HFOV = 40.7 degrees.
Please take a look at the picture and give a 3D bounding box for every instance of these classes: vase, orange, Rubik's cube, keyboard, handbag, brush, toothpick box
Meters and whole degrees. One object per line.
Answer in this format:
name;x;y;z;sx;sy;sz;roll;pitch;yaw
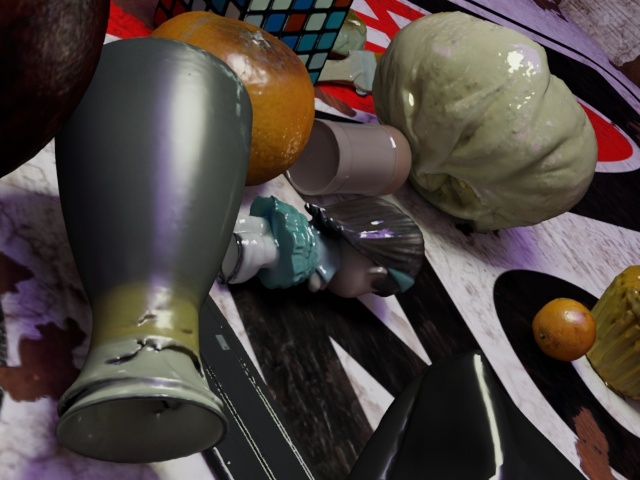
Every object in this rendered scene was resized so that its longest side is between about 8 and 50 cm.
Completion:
vase;-0.138;0.004;0.687;0.173;0.173;0.321;19;48;-29
orange;-0.108;-0.167;0.986;0.224;0.170;0.224;28;32;-19
Rubik's cube;-0.094;-0.323;1.180;0.184;0.182;0.187;-17;57;-40
keyboard;-0.111;0.088;0.766;0.104;0.041;0.381;1;52;-47
handbag;0.127;0.282;0.597;0.288;0.152;0.342;41;49;-7
brush;0.024;-0.277;1.410;0.337;0.020;0.085;-10;88;-50
orange;0.319;0.117;1.127;0.084;0.083;0.083;27;31;-18
toothpick box;0.037;-0.107;1.125;0.149;0.098;0.098;-3;48;-48

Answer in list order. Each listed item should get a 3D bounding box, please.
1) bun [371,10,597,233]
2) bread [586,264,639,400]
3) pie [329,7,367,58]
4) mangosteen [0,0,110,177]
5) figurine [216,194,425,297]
bun;0.218;-0.148;1.243;0.365;0.219;0.365;41;-6;5
bread;0.485;0.145;1.202;0.240;0.139;0.240;27;31;-18
pie;-0.046;-0.417;1.511;0.306;0.071;0.306;28;30;-18
mangosteen;-0.339;-0.211;0.609;0.381;0.381;0.421;20;23;-27
figurine;0.000;0.000;0.933;0.246;0.110;0.138;3;40;-33
